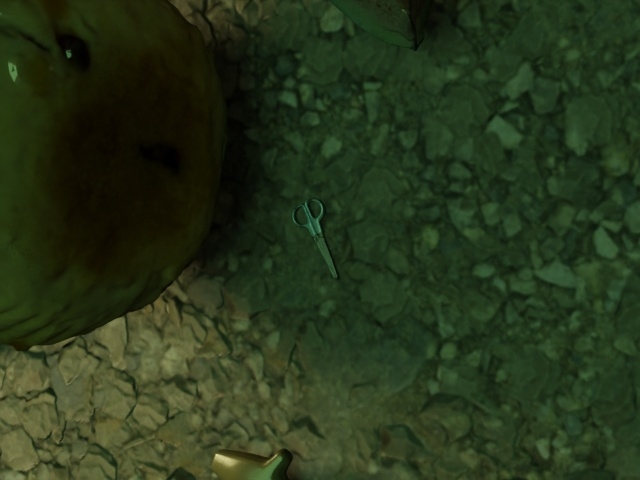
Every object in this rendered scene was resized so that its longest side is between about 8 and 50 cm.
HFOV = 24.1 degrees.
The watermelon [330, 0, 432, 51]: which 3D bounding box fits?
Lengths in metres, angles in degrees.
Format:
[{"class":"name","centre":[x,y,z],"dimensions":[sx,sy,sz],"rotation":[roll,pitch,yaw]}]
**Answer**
[{"class":"watermelon","centre":[0.051,-0.333,1.284],"dimensions":[0.193,0.231,0.310],"rotation":[30,110,30]}]

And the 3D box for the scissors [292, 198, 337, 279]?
[{"class":"scissors","centre":[0.000,0.000,1.453],"dimensions":[0.036,0.006,0.083],"rotation":[-28,82,23]}]

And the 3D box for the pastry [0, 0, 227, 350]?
[{"class":"pastry","centre":[-0.280,-0.097,1.391],"dimensions":[0.312,0.388,0.389],"rotation":[7,97,42]}]

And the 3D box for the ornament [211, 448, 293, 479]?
[{"class":"ornament","centre":[-0.087,0.334,1.489],"dimensions":[0.245,0.061,0.230],"rotation":[-34,77,25]}]
